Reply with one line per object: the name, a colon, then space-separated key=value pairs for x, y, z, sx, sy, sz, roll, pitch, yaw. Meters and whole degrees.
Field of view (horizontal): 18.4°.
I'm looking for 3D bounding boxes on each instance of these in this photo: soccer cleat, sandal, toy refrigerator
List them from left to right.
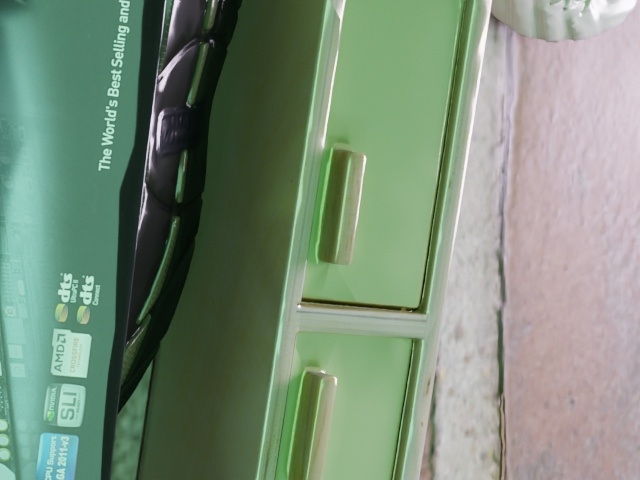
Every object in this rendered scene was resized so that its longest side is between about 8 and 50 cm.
sandal: x=-0.099 y=-0.034 z=0.816 sx=0.120 sy=0.086 sz=0.303 roll=5 pitch=98 yaw=-79
toy refrigerator: x=0.000 y=0.000 z=0.901 sx=0.102 sy=0.094 sz=0.270 roll=7 pitch=94 yaw=-41
soccer cleat: x=0.102 y=-0.141 z=0.974 sx=0.196 sy=0.076 sz=0.068 roll=16 pitch=88 yaw=-41

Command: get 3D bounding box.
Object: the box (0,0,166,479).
box: x=-0.184 y=-0.035 z=0.683 sx=0.242 sy=0.076 sz=0.307 roll=7 pitch=91 yaw=-17
